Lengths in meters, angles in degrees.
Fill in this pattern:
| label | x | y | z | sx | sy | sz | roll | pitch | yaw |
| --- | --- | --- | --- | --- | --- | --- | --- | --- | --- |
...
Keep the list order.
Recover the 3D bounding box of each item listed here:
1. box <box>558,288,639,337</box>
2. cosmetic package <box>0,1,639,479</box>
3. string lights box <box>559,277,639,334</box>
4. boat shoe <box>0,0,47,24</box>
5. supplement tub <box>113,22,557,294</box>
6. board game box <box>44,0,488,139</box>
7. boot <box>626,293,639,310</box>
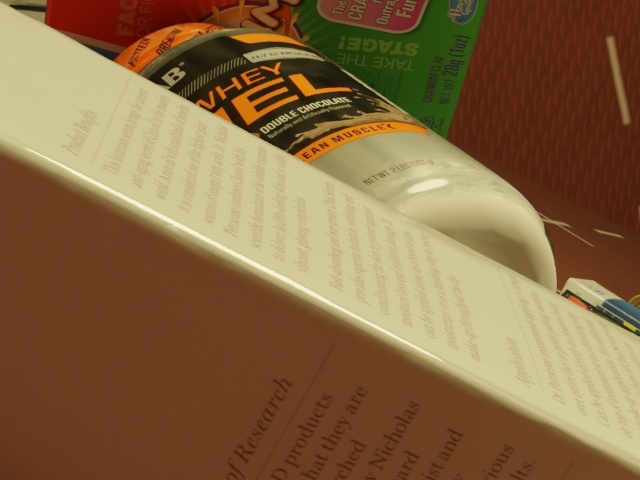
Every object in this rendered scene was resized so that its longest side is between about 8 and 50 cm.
| label | x | y | z | sx | sy | sz | roll | pitch | yaw |
| --- | --- | --- | --- | --- | --- | --- | --- | --- | --- |
| box | 0.248 | 0.154 | 1.254 | 0.233 | 0.044 | 0.159 | 34 | -33 | 25 |
| cosmetic package | -0.041 | 0.056 | 0.857 | 0.453 | 0.161 | 0.230 | 28 | 14 | -8 |
| string lights box | 0.277 | 0.151 | 1.371 | 0.260 | 0.133 | 0.077 | 33 | 9 | 22 |
| boat shoe | -0.261 | -0.156 | 1.502 | 0.335 | 0.121 | 0.119 | 21 | -36 | 54 |
| supplement tub | -0.019 | -0.011 | 1.153 | 0.207 | 0.207 | 0.338 | 21 | 12 | -39 |
| board game box | -0.051 | -0.140 | 1.329 | 0.317 | 0.242 | 0.064 | 3 | 43 | -11 |
| boot | 0.417 | 0.108 | 2.180 | 0.197 | 0.073 | 0.152 | 38 | 6 | -26 |
